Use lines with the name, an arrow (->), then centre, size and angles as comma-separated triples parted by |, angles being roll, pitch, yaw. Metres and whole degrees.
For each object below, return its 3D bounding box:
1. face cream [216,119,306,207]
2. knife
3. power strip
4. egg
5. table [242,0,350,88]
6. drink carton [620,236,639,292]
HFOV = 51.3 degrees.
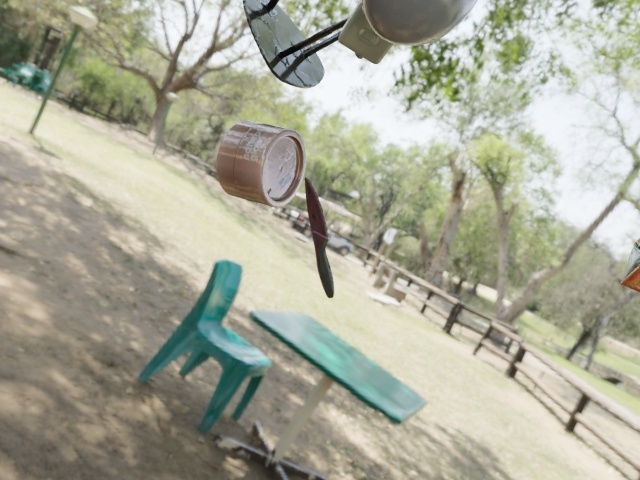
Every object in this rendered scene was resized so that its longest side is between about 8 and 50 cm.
face cream -> -0.108, -0.143, 1.244 | 0.104, 0.149, 0.149 | 16, 0, 29
knife -> 0.000, 0.000, 1.225 | 0.036, 0.247, 0.018 | 6, 30, 33
power strip -> 0.127, -0.427, 1.189 | 0.098, 0.058, 0.338 | 28, -28, -10
egg -> 0.135, -0.338, 0.842 | 0.146, 0.198, 0.146 | 34, -8, 6
table -> 0.011, -0.545, 1.614 | 0.317, 0.249, 0.317 | 40, 34, -34
drink carton -> 0.766, 0.085, 1.230 | 0.352, 0.111, 0.154 | 25, -24, 11
